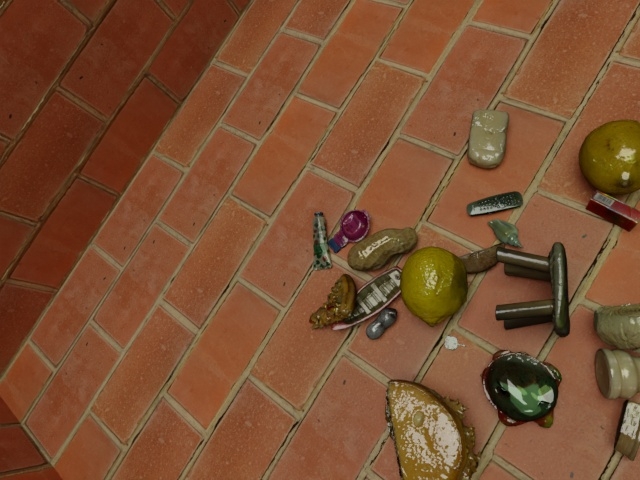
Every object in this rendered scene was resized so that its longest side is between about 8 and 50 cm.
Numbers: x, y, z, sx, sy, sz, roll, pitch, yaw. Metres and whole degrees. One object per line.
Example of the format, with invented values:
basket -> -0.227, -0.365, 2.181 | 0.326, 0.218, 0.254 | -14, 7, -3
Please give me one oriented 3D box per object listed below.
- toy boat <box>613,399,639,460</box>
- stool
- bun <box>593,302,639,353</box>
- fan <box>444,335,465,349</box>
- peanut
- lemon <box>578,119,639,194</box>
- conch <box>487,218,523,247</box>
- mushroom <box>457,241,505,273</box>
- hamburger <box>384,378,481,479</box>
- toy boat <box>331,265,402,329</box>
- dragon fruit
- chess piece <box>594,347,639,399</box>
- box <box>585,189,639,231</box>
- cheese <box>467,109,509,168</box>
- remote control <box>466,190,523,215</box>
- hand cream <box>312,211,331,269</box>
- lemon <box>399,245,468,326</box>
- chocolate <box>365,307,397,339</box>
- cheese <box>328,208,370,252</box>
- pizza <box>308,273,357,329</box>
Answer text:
toy boat -> 1.016, 0.618, 1.455 | 0.061, 0.116, 0.188 | 16, 77, 30
stool -> 0.769, 0.180, 1.599 | 0.226, 0.310, 0.309 | -1, 72, 31
bun -> 1.057, 0.293, 1.478 | 0.260, 0.259, 0.152 | -10, 88, 18
fan -> 0.537, 0.412, 1.769 | 0.084, 0.004, 0.055 | 6, 75, 23
peanut -> 0.267, 0.036, 1.925 | 0.326, 0.140, 0.153 | -21, 85, 9
lemon -> 1.098, -0.302, 1.632 | 0.258, 0.257, 0.310 | 0, 50, 22
conch -> 0.757, -0.032, 1.792 | 0.088, 0.065, 0.180 | -42, 58, 6
mushroom -> 0.650, 0.078, 1.793 | 0.210, 0.072, 0.094 | -18, 94, 16
hamburger -> 0.412, 0.710, 1.575 | 0.287, 0.268, 0.444 | -16, 64, 18
toy boat -> 0.208, 0.263, 1.906 | 0.392, 0.079, 0.136 | -40, 66, 4
dragon fruit -> 0.724, 0.534, 1.594 | 0.268, 0.130, 0.295 | -40, 63, 0
chess piece -> 1.097, 0.444, 1.462 | 0.300, 0.167, 0.166 | -3, 72, 16
box -> 1.097, -0.111, 1.657 | 0.175, 0.112, 0.048 | 38, 89, 26
cheese -> 0.726, -0.440, 1.921 | 0.159, 0.093, 0.262 | 8, 78, 27
remote control -> 0.727, -0.150, 1.855 | 0.222, 0.042, 0.072 | -14, 69, 16
hand cream -> 0.000, 0.000, 2.088 | 0.096, 0.059, 0.275 | -10, 74, 21
lemon -> 0.441, 0.174, 1.740 | 0.269, 0.268, 0.321 | -3, 67, 21
chocolate -> 0.258, 0.348, 1.864 | 0.167, 0.072, 0.072 | -48, 63, 4
cheese -> 0.133, -0.044, 2.045 | 0.244, 0.062, 0.155 | -46, 60, 17
pizza -> 0.060, 0.256, 1.936 | 0.288, 0.074, 0.251 | -31, 25, 43
